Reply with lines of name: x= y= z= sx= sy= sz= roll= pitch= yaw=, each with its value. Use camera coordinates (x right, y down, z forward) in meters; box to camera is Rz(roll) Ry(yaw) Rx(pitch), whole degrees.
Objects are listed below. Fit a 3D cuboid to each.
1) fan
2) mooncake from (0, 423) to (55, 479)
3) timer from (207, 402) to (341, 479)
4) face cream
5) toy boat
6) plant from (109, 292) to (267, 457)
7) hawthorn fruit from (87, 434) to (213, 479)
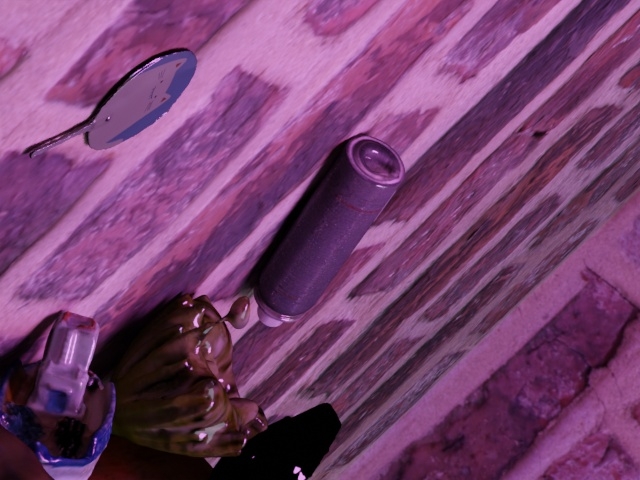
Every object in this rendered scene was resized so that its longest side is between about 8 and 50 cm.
fan: x=-0.165 y=-0.101 z=1.509 sx=0.175 sy=0.005 sz=0.113 roll=-32 pitch=163 yaw=-38
mooncake: x=-0.320 y=0.266 z=1.625 sx=0.161 sy=0.290 sz=0.290 roll=-38 pitch=165 yaw=-28
timer: x=-0.062 y=0.236 z=2.028 sx=0.144 sy=0.055 sz=0.187 roll=-26 pitch=-172 yaw=18
face cream: x=0.000 y=0.000 z=2.082 sx=0.073 sy=0.073 sz=0.283 roll=-27 pitch=159 yaw=-44
toy boat: x=-0.247 y=0.150 z=1.756 sx=0.262 sy=0.114 sz=0.115 roll=-86 pitch=-169 yaw=-63
plant: x=-0.225 y=0.158 z=2.003 sx=0.334 sy=0.180 sz=0.251 roll=-8 pitch=171 yaw=1
hawthorn fruit: x=-0.199 y=0.340 z=2.105 sx=0.277 sy=0.277 sz=0.298 roll=-32 pitch=-166 yaw=-31
